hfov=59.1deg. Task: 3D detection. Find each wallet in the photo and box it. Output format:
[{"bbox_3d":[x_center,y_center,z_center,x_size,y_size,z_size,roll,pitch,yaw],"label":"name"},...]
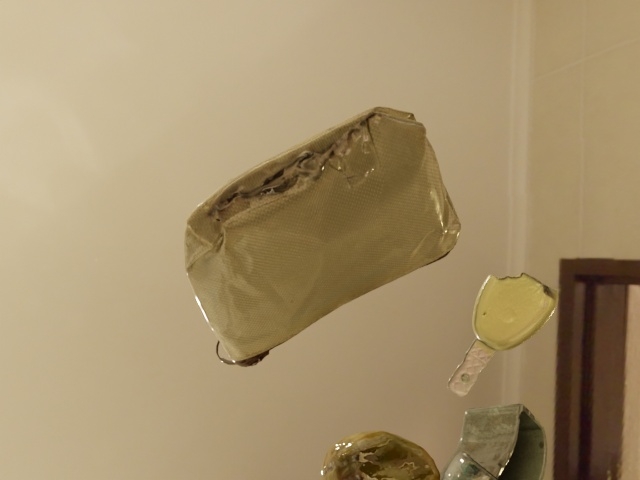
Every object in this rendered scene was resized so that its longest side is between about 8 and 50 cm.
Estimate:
[{"bbox_3d":[0.002,0.003,0.621,0.336,0.068,0.274,-27,-39,-7],"label":"wallet"}]

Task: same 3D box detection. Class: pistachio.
[{"bbox_3d":[0.075,0.334,0.820,0.100,0.190,0.110,16,-113,-58],"label":"pistachio"}]

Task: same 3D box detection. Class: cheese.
[{"bbox_3d":[0.308,0.167,1.015,0.255,0.127,0.050,-57,-28,7],"label":"cheese"}]

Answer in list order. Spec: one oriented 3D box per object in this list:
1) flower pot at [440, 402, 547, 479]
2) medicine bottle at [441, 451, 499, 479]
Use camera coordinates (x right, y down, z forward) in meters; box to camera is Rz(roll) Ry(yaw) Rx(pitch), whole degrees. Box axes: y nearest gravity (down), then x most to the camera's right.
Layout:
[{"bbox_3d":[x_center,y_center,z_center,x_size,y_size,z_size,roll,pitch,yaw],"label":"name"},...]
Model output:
[{"bbox_3d":[0.254,0.359,0.849,0.103,0.108,0.229,53,-132,-13],"label":"flower pot"},{"bbox_3d":[0.112,0.384,0.623,0.141,0.141,0.293,39,-97,-16],"label":"medicine bottle"}]
